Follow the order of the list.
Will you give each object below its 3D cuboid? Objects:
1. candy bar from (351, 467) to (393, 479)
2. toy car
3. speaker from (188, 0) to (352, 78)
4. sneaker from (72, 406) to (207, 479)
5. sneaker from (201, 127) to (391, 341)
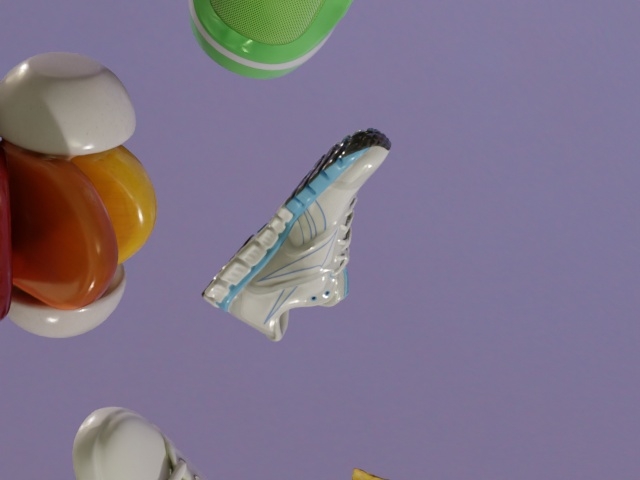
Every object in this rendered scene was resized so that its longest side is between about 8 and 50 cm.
[{"bbox_3d":[0.027,0.224,0.803,0.040,0.018,0.161,12,-79,8],"label":"candy bar"},{"bbox_3d":[-0.184,-0.014,0.654,0.182,0.136,0.159,10,-60,5],"label":"toy car"},{"bbox_3d":[-0.011,-0.248,0.940,0.296,0.131,0.131,-55,-132,55],"label":"speaker"},{"bbox_3d":[-0.075,0.235,0.987,0.123,0.290,0.106,-17,-151,31],"label":"sneaker"},{"bbox_3d":[0.000,0.000,0.907,0.083,0.071,0.190,41,-61,-2],"label":"sneaker"}]
